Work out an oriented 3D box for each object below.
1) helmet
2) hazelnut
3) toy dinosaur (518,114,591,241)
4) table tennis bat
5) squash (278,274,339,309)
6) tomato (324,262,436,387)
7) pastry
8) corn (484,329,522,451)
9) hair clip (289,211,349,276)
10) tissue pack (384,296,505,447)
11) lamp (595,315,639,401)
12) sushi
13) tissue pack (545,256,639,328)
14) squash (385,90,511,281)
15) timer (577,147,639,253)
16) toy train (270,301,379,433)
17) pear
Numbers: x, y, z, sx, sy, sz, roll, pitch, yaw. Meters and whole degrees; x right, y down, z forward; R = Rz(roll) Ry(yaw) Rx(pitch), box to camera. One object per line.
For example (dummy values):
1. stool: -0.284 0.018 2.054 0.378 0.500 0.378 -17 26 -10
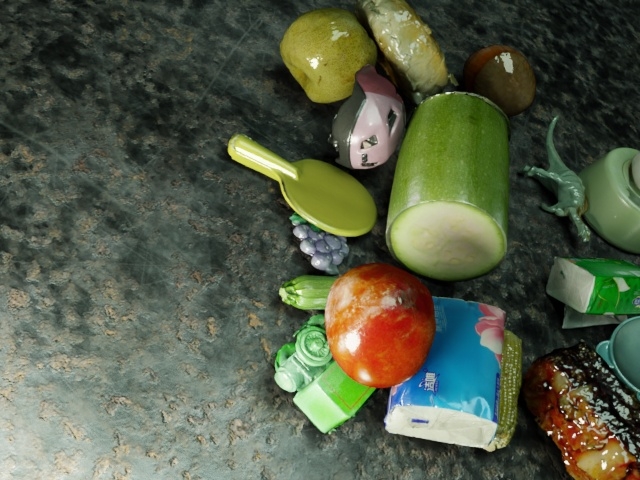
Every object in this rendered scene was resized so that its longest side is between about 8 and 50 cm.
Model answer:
1. helmet: 0.125 -0.272 1.848 0.154 0.198 0.253 24 56 23
2. hazelnut: 0.487 -0.440 2.198 0.214 0.176 0.214 46 12 -13
3. toy dinosaur: 0.615 -0.169 2.110 0.205 0.092 0.393 20 48 -12
4. table tennis bat: -0.039 -0.125 1.759 0.368 0.054 0.224 29 37 -5
5. squash: 0.021 0.106 1.608 0.219 0.068 0.077 4 35 -24
6. tomato: 0.120 0.135 1.430 0.200 0.139 0.233 18 57 -21
7. pastry: 0.204 -0.498 2.018 0.136 0.329 0.330 -34 71 5
8. corn: 0.365 0.299 1.638 0.086 0.086 0.288 29 45 -6
9. hair clip: -0.001 0.001 1.701 0.124 0.052 0.195 7 45 -35
10. tissue pack: 0.242 0.244 1.548 0.209 0.137 0.270 8 50 9
11. lamp: 0.777 0.263 1.834 0.284 0.147 0.209 -15 60 -36
12. sushi: 0.551 0.383 1.620 0.181 0.196 0.343 -25 64 -19
13. tissue pack: 0.657 0.129 1.888 0.208 0.156 0.148 2 20 -25
14. squash: 0.292 -0.132 1.800 0.263 0.263 0.384 23 48 -10
15. timer: 0.872 -0.167 2.093 0.290 0.315 0.291 14 50 -18
16. toy train: 0.032 0.222 1.494 0.188 0.132 0.243 46 49 2
17. pear: 0.026 -0.452 1.921 0.211 0.228 0.188 -39 41 -10
